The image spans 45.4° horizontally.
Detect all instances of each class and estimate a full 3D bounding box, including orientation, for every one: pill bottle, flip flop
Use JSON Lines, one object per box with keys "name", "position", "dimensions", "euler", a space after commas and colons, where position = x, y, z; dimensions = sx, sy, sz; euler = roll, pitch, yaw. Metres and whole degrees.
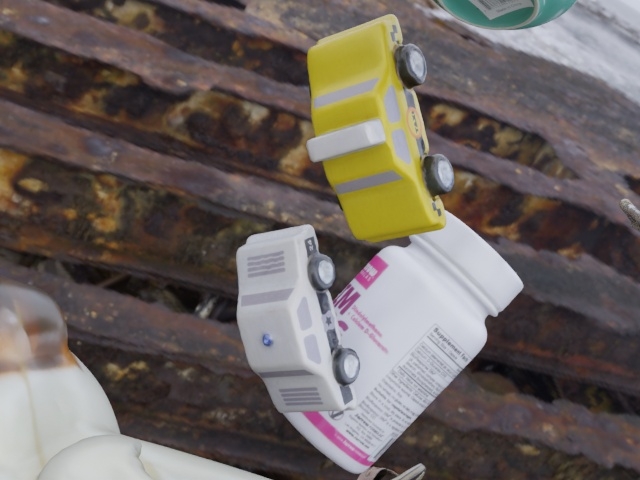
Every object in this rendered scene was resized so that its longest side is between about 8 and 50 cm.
{"name": "pill bottle", "position": [0.085, 0.109, 0.875], "dimensions": [0.160, 0.283, 0.160], "euler": [43, 0, 0]}
{"name": "flip flop", "position": [0.097, 0.529, 1.629], "dimensions": [0.277, 0.112, 0.080], "euler": [-20, 55, -9]}

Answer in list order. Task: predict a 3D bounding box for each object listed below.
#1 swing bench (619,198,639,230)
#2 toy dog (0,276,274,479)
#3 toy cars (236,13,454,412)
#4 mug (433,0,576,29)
{"name": "swing bench", "position": [0.523, -0.066, 0.938], "dimensions": [0.165, 0.255, 0.253], "euler": [42, 17, 6]}
{"name": "toy dog", "position": [-0.126, 0.197, 0.457], "dimensions": [0.407, 0.285, 0.395], "euler": [33, 31, 6]}
{"name": "toy cars", "position": [0.000, 0.000, 0.681], "dimensions": [0.176, 0.394, 0.087], "euler": [34, 28, 22]}
{"name": "mug", "position": [0.126, -0.213, 0.522], "dimensions": [0.129, 0.097, 0.158], "euler": [16, -13, 15]}
